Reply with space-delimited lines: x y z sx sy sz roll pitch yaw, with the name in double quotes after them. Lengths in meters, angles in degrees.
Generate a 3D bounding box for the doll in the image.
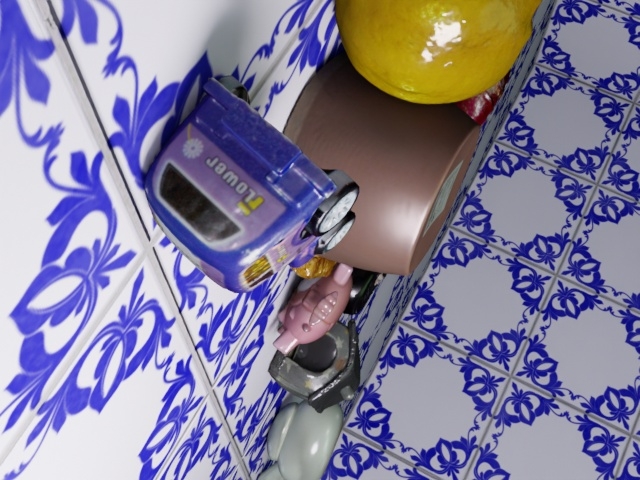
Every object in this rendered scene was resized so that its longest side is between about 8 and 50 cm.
-0.005 0.107 1.456 0.211 0.093 0.262 -54 -176 2 "doll"

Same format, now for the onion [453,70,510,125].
0.191 -0.250 1.376 0.206 0.207 0.216 -66 162 -7 "onion"

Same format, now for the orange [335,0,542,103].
0.150 -0.301 1.022 0.279 0.235 0.279 -59 174 -10 "orange"

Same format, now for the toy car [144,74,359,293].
-0.073 -0.036 0.833 0.158 0.172 0.235 -46 167 -8 "toy car"

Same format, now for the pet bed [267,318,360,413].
0.009 0.243 1.669 0.183 0.159 0.211 -61 168 -14 "pet bed"

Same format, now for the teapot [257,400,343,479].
-0.057 0.485 1.898 0.220 0.149 0.318 -43 155 -75 "teapot"

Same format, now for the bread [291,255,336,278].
0.000 0.000 1.355 0.233 0.076 0.105 -40 147 -57 "bread"

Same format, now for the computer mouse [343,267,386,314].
0.091 0.044 1.773 0.233 0.096 0.137 -54 160 -23 "computer mouse"

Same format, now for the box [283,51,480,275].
0.078 -0.098 1.178 0.301 0.216 0.301 -57 164 -26 "box"
